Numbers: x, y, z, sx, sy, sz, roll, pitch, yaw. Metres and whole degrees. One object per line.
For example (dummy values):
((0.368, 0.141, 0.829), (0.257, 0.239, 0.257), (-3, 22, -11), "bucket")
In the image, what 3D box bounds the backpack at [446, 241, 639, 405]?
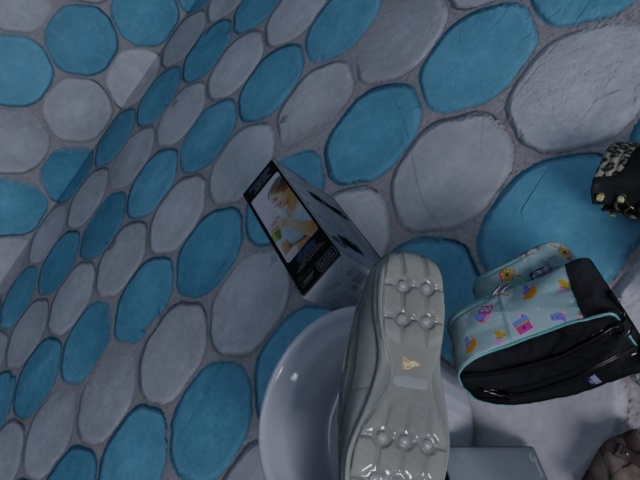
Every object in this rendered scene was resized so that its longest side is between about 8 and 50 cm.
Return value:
((0.239, 0.103, 0.674), (0.188, 0.166, 0.144), (-34, 44, 21), "backpack")

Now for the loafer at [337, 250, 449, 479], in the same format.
((0.074, 0.170, 0.647), (0.111, 0.112, 0.319), (125, 159, -66), "loafer")

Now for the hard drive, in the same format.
((0.191, 0.268, 0.643), (0.022, 0.135, 0.094), (-59, 33, 39), "hard drive")

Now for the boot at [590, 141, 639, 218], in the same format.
((0.392, -0.022, 0.668), (0.179, 0.085, 0.236), (6, 63, 49), "boot")

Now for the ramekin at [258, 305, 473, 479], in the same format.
((0.062, 0.237, 0.787), (0.277, 0.135, 0.277), (-25, 49, 33), "ramekin")

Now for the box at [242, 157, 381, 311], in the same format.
((0.000, 0.000, 0.979), (0.087, 0.169, 0.290), (-49, 42, 13), "box")

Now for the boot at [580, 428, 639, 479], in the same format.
((0.321, 0.249, 0.595), (0.087, 0.042, 0.118), (-45, 42, 10), "boot")
